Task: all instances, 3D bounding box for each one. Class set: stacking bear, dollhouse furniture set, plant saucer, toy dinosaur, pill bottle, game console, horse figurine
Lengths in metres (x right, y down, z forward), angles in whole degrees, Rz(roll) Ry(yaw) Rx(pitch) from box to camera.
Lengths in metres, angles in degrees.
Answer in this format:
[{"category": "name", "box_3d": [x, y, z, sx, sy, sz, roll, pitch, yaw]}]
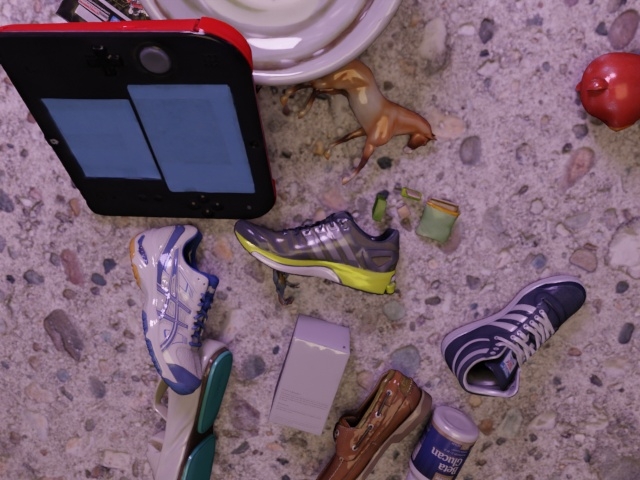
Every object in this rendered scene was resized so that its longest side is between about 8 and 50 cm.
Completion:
[{"category": "stacking bear", "box_3d": [0.550, -0.240, 0.902, 0.289, 0.175, 0.164, -4, 109, 11]}, {"category": "dollhouse furniture set", "box_3d": [0.167, -0.043, 1.022, 0.152, 0.058, 0.076, 17, 107, -3]}, {"category": "plant saucer", "box_3d": [-0.068, -0.420, 0.803, 0.401, 0.100, 0.400, 2, 115, 4]}, {"category": "toy dinosaur", "box_3d": [-0.069, 0.078, 1.089, 0.047, 0.090, 0.082, -15, 136, -33]}, {"category": "pill bottle", "box_3d": [0.227, 0.414, 1.138, 0.094, 0.094, 0.169, 21, 107, -4]}, {"category": "game console", "box_3d": [-0.251, -0.158, 0.895, 0.342, 0.060, 0.386, -2, 145, 2]}, {"category": "horse figurine", "box_3d": [0.051, -0.219, 0.971, 0.174, 0.066, 0.263, -33, 105, 17]}]

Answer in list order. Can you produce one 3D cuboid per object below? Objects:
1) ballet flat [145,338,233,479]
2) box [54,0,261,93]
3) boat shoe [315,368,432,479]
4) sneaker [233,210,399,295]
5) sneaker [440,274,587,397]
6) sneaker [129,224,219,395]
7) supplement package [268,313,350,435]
[{"category": "ballet flat", "box_3d": [-0.266, 0.364, 1.141, 0.139, 0.139, 0.400, 13, 103, -1]}, {"category": "box", "box_3d": [-0.206, -0.369, 0.930, 0.322, 0.079, 0.257, 34, 107, -8]}, {"category": "boat shoe", "box_3d": [0.072, 0.373, 1.134, 0.104, 0.111, 0.307, 40, 94, -5]}, {"category": "sneaker", "box_3d": [0.000, 0.000, 1.028, 0.300, 0.111, 0.121, 14, 100, -9]}, {"category": "sneaker", "box_3d": [0.351, 0.171, 1.029, 0.282, 0.153, 0.099, -31, 104, 11]}, {"category": "sneaker", "box_3d": [-0.234, 0.111, 1.019, 0.131, 0.112, 0.296, -16, 81, 0]}, {"category": "supplement package", "box_3d": [-0.020, 0.245, 1.092, 0.105, 0.105, 0.179, 17, 107, -2]}]
